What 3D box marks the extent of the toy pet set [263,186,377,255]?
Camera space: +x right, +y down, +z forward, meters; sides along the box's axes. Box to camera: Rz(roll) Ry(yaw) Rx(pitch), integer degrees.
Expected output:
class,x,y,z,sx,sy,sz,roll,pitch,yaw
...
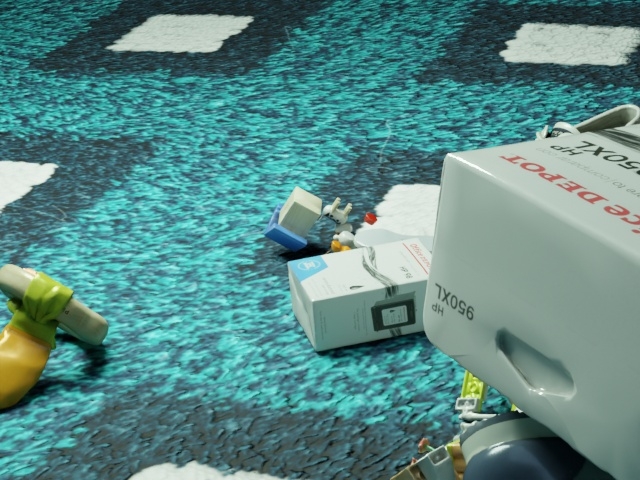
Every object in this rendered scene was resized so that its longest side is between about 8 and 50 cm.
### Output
class,x,y,z,sx,sy,sz,roll,pitch,yaw
toy pet set,0.000,0.000,1.708,0.114,0.065,0.122,28,25,-11

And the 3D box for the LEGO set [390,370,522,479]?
class,x,y,z,sx,sy,sz,roll,pitch,yaw
LEGO set,0.129,0.138,1.300,0.107,0.132,0.287,-6,42,43

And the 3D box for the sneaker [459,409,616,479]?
class,x,y,z,sx,sy,sz,roll,pitch,yaw
sneaker,0.265,0.207,1.152,0.319,0.112,0.131,1,56,-2

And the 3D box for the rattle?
class,x,y,z,sx,sy,sz,roll,pitch,yaw
rattle,-0.302,0.099,1.558,0.130,0.142,0.200,18,-6,-30

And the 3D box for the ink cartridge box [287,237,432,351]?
class,x,y,z,sx,sy,sz,roll,pitch,yaw
ink cartridge box,0.067,0.050,1.552,0.180,0.060,0.104,-11,24,-12

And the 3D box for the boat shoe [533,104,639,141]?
class,x,y,z,sx,sy,sz,roll,pitch,yaw
boat shoe,0.285,-0.095,1.794,0.267,0.088,0.096,-19,28,-28

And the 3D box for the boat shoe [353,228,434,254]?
class,x,y,z,sx,sy,sz,roll,pitch,yaw
boat shoe,0.085,0.012,1.662,0.100,0.035,0.035,4,40,3

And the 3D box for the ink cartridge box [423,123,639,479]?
class,x,y,z,sx,sy,sz,roll,pitch,yaw
ink cartridge box,0.321,0.025,1.180,0.395,0.166,0.285,-11,27,-32
